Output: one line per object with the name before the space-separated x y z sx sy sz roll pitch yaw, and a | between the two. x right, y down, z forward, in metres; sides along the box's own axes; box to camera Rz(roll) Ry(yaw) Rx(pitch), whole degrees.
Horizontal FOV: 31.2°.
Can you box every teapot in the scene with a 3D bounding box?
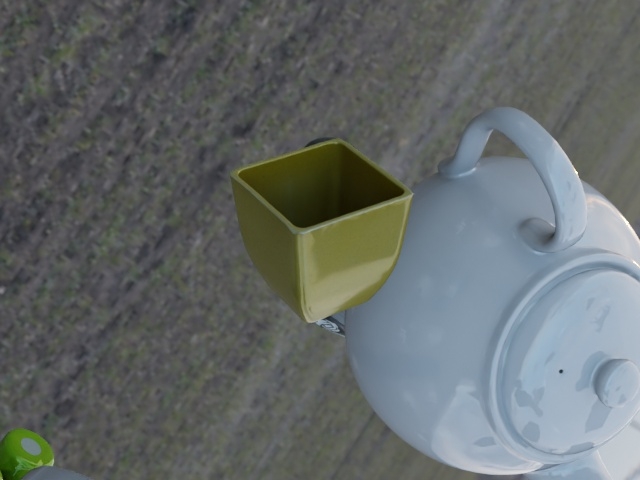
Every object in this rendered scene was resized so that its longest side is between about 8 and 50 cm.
teapot | 0.152 0.063 0.818 0.256 0.187 0.252 23 94 -32

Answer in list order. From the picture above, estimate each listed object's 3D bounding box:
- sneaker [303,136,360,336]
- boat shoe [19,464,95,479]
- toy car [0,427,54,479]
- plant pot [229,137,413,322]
sneaker | 0.003 0.014 0.972 0.086 0.132 0.229 -55 130 -36
boat shoe | -0.160 0.218 0.753 0.088 0.267 0.096 -41 114 -32
toy car | -0.274 0.293 1.011 0.155 0.188 0.149 -50 167 18
plant pot | 0.000 0.000 0.694 0.081 0.081 0.083 -19 128 -27
